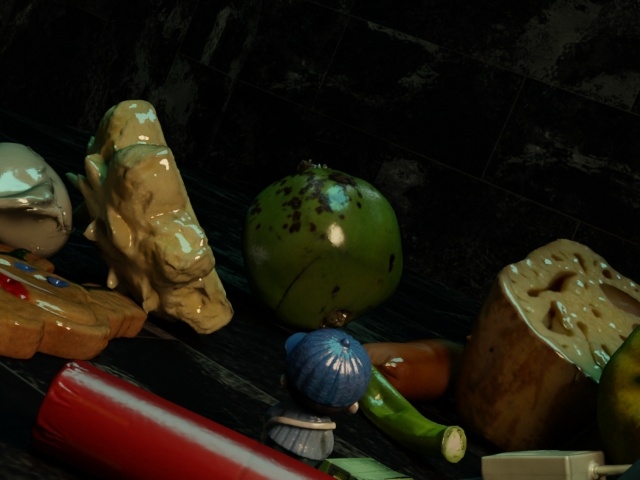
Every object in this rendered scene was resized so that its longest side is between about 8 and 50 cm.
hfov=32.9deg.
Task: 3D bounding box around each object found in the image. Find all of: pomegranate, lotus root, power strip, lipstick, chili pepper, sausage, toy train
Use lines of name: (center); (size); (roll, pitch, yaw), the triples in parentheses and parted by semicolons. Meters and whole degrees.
pomegranate: (0.000, 0.000, 1.594); (0.254, 0.271, 0.254); (-4, -21, -2)
lotus root: (0.325, 0.184, 1.393); (0.316, 0.250, 0.316); (22, 23, -10)
power strip: (0.245, 0.235, 1.102); (0.175, 0.042, 0.075); (-11, -12, 42)
lipstick: (-0.061, 0.165, 0.736); (0.279, 0.073, 0.073); (24, 5, 4)
chili pepper: (0.090, 0.194, 1.189); (0.050, 0.052, 0.201); (54, -13, -30)
sausage: (0.128, 0.171, 1.417); (0.089, 0.083, 0.300); (14, 3, 29)
toy train: (0.036, 0.207, 0.912); (0.056, 0.038, 0.093); (24, 5, 34)

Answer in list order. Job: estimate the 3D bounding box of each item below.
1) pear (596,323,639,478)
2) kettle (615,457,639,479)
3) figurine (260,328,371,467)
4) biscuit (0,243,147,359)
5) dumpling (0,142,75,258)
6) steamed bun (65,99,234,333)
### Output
pear: (0.430, 0.192, 1.140); (0.321, 0.269, 0.269); (32, -1, -38)
kettle: (0.307, 0.233, 0.916); (0.210, 0.160, 0.243); (-4, -25, -18)
figurine: (-0.011, 0.135, 0.876); (0.077, 0.136, 0.079); (24, -3, 5)
biscuit: (-0.288, 0.052, 1.038); (0.202, 0.047, 0.334); (24, 6, 6)
dumpling: (-0.372, -0.040, 1.229); (0.172, 0.142, 0.247); (-9, -1, -18)
steamed bun: (-0.211, -0.017, 1.261); (0.137, 0.295, 0.292); (-19, -12, -11)
